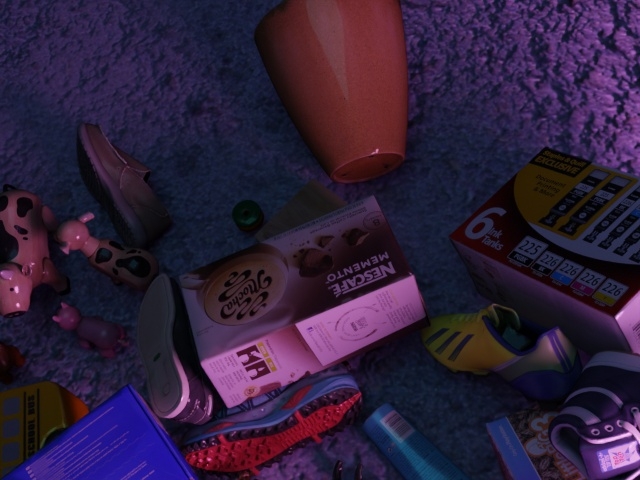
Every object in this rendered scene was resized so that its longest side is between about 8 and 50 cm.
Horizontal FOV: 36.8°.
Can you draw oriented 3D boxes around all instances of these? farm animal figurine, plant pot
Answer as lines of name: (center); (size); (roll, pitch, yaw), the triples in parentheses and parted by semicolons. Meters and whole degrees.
farm animal figurine: (-0.429, 0.042, 1.458); (0.330, 0.172, 0.327); (-30, 60, -4)
plant pot: (0.043, -0.227, 1.481); (0.237, 0.237, 0.254); (-16, 74, 4)

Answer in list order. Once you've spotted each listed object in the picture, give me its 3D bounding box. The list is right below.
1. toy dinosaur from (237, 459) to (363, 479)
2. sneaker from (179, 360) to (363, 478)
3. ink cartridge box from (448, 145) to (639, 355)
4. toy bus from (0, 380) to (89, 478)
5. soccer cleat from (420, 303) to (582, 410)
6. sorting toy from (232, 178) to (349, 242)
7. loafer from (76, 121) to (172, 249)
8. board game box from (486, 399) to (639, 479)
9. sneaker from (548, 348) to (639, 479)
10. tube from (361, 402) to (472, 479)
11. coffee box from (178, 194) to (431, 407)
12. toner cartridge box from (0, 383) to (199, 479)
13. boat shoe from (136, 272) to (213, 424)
toy dinosaur: (0.016, 0.401, 1.192); (0.322, 0.164, 0.218); (37, 92, 5)
sneaker: (-0.072, 0.237, 1.336); (0.261, 0.104, 0.125); (-21, 39, 1)
ink cartridge box: (0.375, -0.004, 1.255); (0.272, 0.130, 0.309); (-42, 34, -13)
toy bus: (-0.370, 0.365, 1.311); (0.130, 0.108, 0.333); (-13, 61, 5)
soccer cleat: (0.224, 0.123, 1.238); (0.093, 0.121, 0.289); (-28, 21, -22)
sorting toy: (0.000, 0.000, 1.455); (0.274, 0.046, 0.132); (38, 76, 27)
loafer: (-0.322, -0.094, 1.564); (0.087, 0.094, 0.251); (-22, 67, -28)
board game box: (0.377, 0.279, 1.116); (0.291, 0.141, 0.232); (-23, 31, 0)
sneaker: (0.372, 0.201, 1.000); (0.282, 0.099, 0.153); (4, 34, 48)
tube: (0.142, 0.304, 1.266); (0.080, 0.052, 0.207); (-43, 67, -5)
coffee box: (-0.023, 0.081, 1.304); (0.297, 0.119, 0.168); (-22, 46, 1)
toner cartridge box: (-0.330, 0.354, 1.202); (0.348, 0.075, 0.165); (-36, 60, -8)
boat shoe: (-0.200, 0.149, 1.333); (0.084, 0.079, 0.233); (-41, 47, 26)
